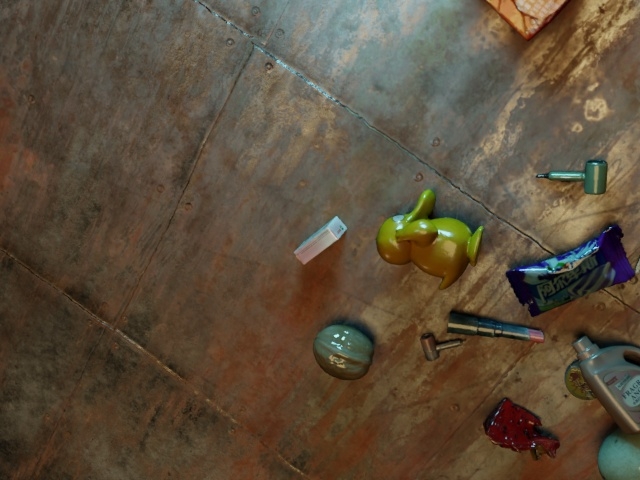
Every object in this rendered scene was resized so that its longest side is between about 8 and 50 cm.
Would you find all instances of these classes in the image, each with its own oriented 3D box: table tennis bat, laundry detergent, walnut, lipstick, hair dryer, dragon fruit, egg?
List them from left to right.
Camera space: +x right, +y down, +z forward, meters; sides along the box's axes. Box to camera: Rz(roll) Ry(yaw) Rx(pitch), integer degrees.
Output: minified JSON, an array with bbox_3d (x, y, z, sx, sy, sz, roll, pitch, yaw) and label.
[{"bbox_3d":[0.061,0.295,1.717,0.162,0.140,0.140,22,115,21],"label":"walnut"},{"bbox_3d":[0.320,0.267,1.678,0.114,0.037,0.063,-16,102,15],"label":"hair dryer"},{"bbox_3d":[0.434,0.223,1.612,0.234,0.053,0.053,8,111,14],"label":"lipstick"},{"bbox_3d":[0.523,0.501,1.688,0.192,0.122,0.092,19,153,8],"label":"dragon fruit"},{"bbox_3d":[0.559,-0.143,1.451,0.150,0.047,0.071,5,109,28],"label":"hair dryer"},{"bbox_3d":[0.655,0.324,1.594,0.100,0.019,0.155,6,113,17],"label":"table tennis bat"},{"bbox_3d":[0.707,0.312,1.518,0.171,0.076,0.237,-30,75,-14],"label":"laundry detergent"},{"bbox_3d":[0.773,0.509,1.536,0.236,0.169,0.169,-35,95,28],"label":"egg"}]

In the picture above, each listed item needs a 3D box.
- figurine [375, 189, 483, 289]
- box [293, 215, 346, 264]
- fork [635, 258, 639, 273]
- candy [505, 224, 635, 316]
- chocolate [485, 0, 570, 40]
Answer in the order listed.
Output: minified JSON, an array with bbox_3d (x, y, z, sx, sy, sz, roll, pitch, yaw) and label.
[{"bbox_3d":[0.257,0.004,1.522,0.228,0.215,0.215,39,117,17],"label":"figurine"},{"bbox_3d":[0.000,0.000,1.655,0.125,0.089,0.043,-37,95,27],"label":"box"},{"bbox_3d":[0.730,0.022,1.461,0.016,0.012,0.115,14,112,13],"label":"fork"},{"bbox_3d":[0.581,0.076,1.504,0.275,0.070,0.145,-27,106,20],"label":"candy"},{"bbox_3d":[0.423,-0.569,1.301,0.235,0.108,0.237,43,117,0],"label":"chocolate"}]
